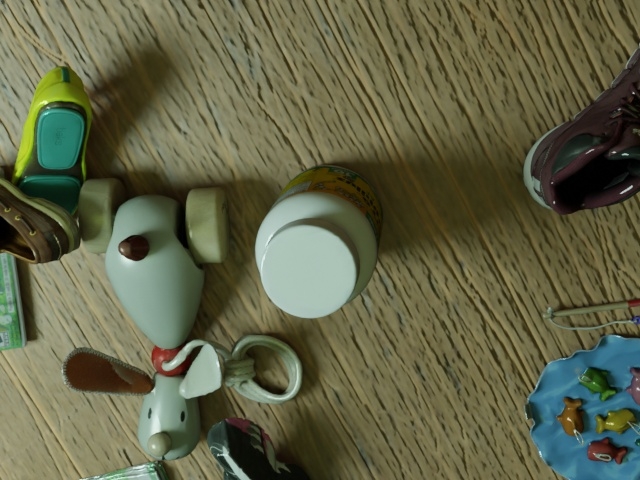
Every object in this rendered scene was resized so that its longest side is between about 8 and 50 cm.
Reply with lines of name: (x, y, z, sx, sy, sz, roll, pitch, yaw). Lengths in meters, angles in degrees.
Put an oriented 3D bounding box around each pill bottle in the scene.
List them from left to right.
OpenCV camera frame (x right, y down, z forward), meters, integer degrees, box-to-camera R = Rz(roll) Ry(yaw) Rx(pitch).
pill bottle: (0.000, 0.000, 0.914, 0.117, 0.208, 0.118, 2, 105, 6)

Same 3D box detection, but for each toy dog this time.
toy dog: (-0.171, 0.089, 0.983, 0.220, 0.161, 0.334, -20, 102, 12)

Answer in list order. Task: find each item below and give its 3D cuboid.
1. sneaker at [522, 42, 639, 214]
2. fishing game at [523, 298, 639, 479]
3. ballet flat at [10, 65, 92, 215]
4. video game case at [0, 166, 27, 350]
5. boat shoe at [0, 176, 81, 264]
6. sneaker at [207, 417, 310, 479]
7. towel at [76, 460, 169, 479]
sneaker: (0.318, -0.116, 0.869, 0.106, 0.162, 0.281, 43, 106, -6)
fishing game: (0.321, 0.193, 1.020, 0.189, 0.041, 0.264, -7, 104, 6)
ballet flat: (-0.286, -0.092, 0.982, 0.077, 0.077, 0.231, 2, 143, -25)
video game case: (-0.439, 0.033, 1.029, 0.193, 0.023, 0.213, -7, 107, -17)
boat shoe: (-0.331, -0.021, 0.954, 0.178, 0.060, 0.064, 20, 129, 25)
sneaker: (-0.083, 0.268, 1.046, 0.077, 0.072, 0.178, -18, 130, 21)
towel: (-0.247, 0.336, 1.132, 0.152, 0.023, 0.113, -16, 102, 11)
